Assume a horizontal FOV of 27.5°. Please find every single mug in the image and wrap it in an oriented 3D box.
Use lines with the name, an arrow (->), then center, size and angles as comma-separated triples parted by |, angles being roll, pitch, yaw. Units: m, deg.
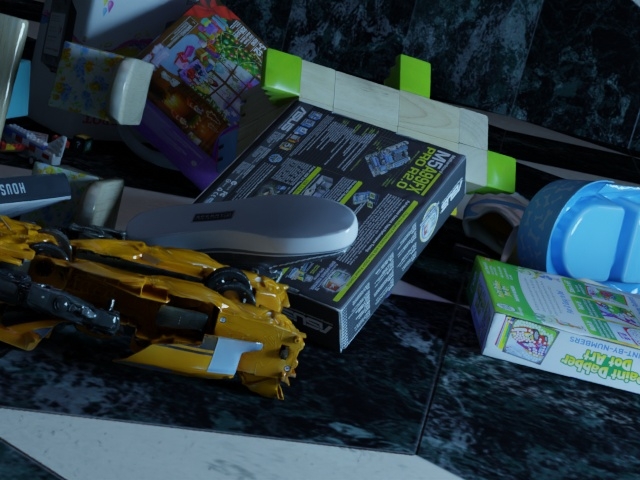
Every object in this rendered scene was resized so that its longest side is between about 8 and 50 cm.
mug -> 0.283, 0.021, 1.758 | 0.064, 0.062, 0.078 | 23, 10, -3

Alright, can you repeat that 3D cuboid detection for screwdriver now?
screwdriver -> 0.253, 0.043, 1.735 | 0.170, 0.025, 0.024 | 25, 14, 6

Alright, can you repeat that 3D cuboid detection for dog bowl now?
dog bowl -> 0.374, -0.001, 1.713 | 0.297, 0.166, 0.074 | 3, 13, -38

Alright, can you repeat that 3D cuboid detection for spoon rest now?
spoon rest -> -0.173, -0.127, 1.877 | 0.276, 0.084, 0.137 | 25, 12, -14

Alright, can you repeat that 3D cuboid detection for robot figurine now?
robot figurine -> -0.165, 0.051, 1.099 | 0.291, 0.085, 0.211 | 13, 13, -11

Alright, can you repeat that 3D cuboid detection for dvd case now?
dvd case -> -0.356, -0.018, 1.114 | 0.179, 0.029, 0.239 | -15, -1, 29

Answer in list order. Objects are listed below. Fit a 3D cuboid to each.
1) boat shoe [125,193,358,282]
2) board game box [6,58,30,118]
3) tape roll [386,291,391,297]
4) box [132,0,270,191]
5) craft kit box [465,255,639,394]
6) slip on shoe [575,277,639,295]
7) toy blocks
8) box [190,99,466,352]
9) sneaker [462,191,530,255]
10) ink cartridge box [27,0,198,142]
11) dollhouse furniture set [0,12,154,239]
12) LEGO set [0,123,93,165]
boat shoe -> -0.071, 0.011, 1.220 | 0.229, 0.076, 0.080 | -4, 32, 16
board game box -> -0.555, -0.194, 1.611 | 0.254, 0.079, 0.336 | 11, 15, 16
tape roll -> 0.000, 0.000, 1.493 | 0.189, 0.080, 0.189 | 14, 14, -4
box -> -0.154, -0.210, 1.819 | 0.201, 0.057, 0.293 | 43, 37, -8
craft kit box -> 0.294, 0.097, 1.467 | 0.247, 0.061, 0.250 | 17, 13, -1
slip on shoe -> 0.369, 0.086, 1.621 | 0.135, 0.051, 0.041 | 20, 52, -12
toy blocks -> 0.022, -0.116, 1.696 | 0.381, 0.190, 0.261 | 13, -17, -32
box -> -0.004, -0.025, 1.352 | 0.216, 0.060, 0.270 | 20, 47, 23
sneaker -> 0.307, 0.001, 1.837 | 0.229, 0.087, 0.092 | 22, 38, 13
ink cartridge box -> -0.292, -0.307, 1.948 | 0.226, 0.306, 0.131 | -1, 20, -46
dollhouse furniture set -> -0.357, -0.211, 1.276 | 0.362, 0.394, 0.256 | 15, 5, 1
LEGO set -> -0.418, -0.148, 1.713 | 0.244, 0.060, 0.182 | 12, 17, -12
